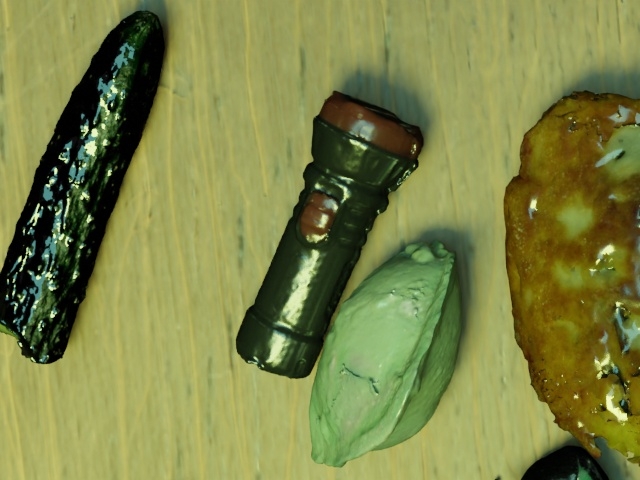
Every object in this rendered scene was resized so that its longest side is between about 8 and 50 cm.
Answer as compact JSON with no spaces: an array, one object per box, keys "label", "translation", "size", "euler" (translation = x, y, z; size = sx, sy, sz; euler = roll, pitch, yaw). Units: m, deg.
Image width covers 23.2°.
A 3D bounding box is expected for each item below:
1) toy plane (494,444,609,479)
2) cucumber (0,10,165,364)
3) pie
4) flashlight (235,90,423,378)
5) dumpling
[{"label":"toy plane","translation":[0.201,0.315,1.233],"size":[0.155,0.106,0.381],"euler":[5,90,-1]},{"label":"cucumber","translation":[-0.200,-0.049,1.297],"size":[0.072,0.081,0.303],"euler":[18,94,-34]},{"label":"pie","translation":[0.268,0.025,1.162],"size":[0.308,0.085,0.308],"euler":[-6,77,29]},{"label":"flashlight","translation":[0.000,0.000,1.254],"size":[0.093,0.093,0.232],"euler":[26,99,8]},{"label":"dumpling","translation":[0.045,0.098,1.221],"size":[0.105,0.149,0.216],"euler":[34,106,18]}]
